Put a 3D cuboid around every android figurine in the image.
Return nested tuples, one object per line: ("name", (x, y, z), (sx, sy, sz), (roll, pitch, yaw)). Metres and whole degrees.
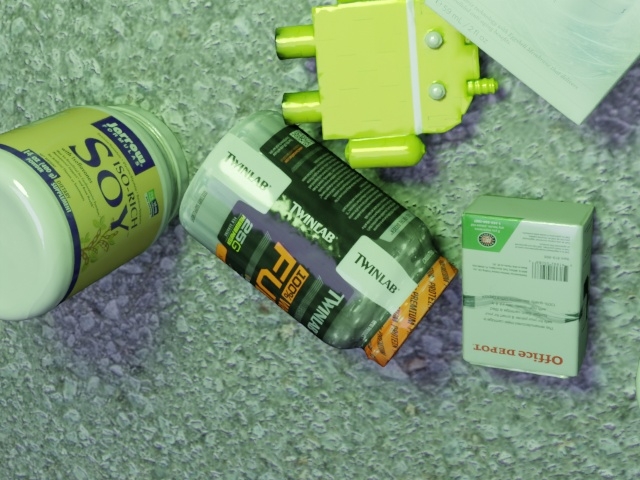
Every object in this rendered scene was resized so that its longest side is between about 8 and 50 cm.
("android figurine", (0.082, -0.213, 1.202), (0.273, 0.056, 0.248), (-1, 104, 12))

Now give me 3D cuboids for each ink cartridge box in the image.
("ink cartridge box", (0.263, 0.057, 1.239), (0.153, 0.087, 0.208), (7, 113, 24))

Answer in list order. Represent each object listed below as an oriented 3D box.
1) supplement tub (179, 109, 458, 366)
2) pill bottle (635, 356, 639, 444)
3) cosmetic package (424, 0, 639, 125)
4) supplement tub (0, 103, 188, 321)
("supplement tub", (0.000, 0.000, 1.278), (0.338, 0.207, 0.207), (38, 122, 9))
("pill bottle", (0.446, 0.127, 1.010), (0.210, 0.363, 0.210), (11, 115, 23))
("cosmetic package", (0.278, -0.290, 1.057), (0.224, 0.138, 0.225), (40, 121, 7))
("supplement tub", (-0.359, -0.055, 1.363), (0.241, 0.331, 0.241), (11, 116, 23))
